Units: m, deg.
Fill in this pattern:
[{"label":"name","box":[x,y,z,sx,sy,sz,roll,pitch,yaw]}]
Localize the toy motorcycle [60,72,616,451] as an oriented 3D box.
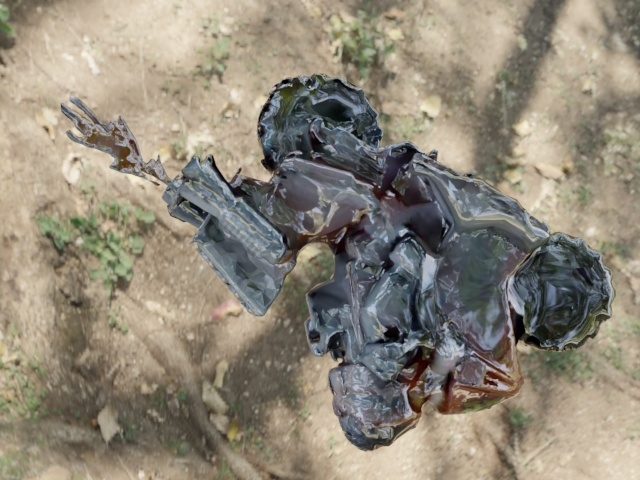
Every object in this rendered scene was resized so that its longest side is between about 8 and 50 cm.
[{"label":"toy motorcycle","box":[0.000,0.000,0.593,0.401,0.134,0.207,34,83,-8]}]
